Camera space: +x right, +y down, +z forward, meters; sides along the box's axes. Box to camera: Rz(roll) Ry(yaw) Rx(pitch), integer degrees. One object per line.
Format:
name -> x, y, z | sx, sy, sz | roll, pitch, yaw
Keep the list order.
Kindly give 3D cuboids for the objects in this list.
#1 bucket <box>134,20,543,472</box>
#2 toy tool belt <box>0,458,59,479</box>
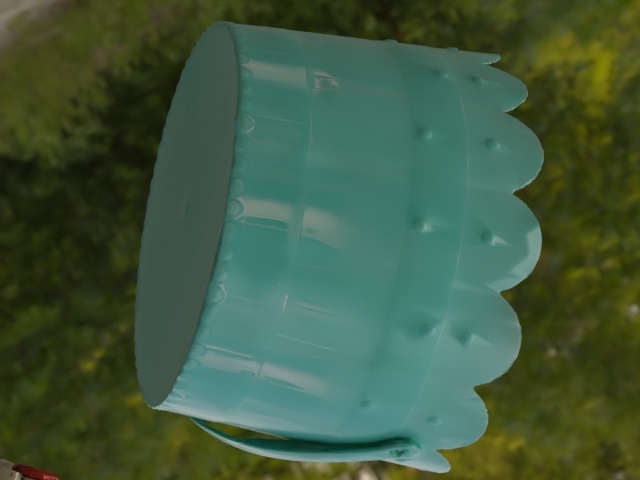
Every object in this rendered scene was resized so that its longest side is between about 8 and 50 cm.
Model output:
bucket -> 0.000, 0.000, 1.147 | 0.183, 0.281, 0.281 | 11, 164, -15
toy tool belt -> -0.126, 0.115, 0.743 | 0.052, 0.051, 0.083 | 20, 169, -17
